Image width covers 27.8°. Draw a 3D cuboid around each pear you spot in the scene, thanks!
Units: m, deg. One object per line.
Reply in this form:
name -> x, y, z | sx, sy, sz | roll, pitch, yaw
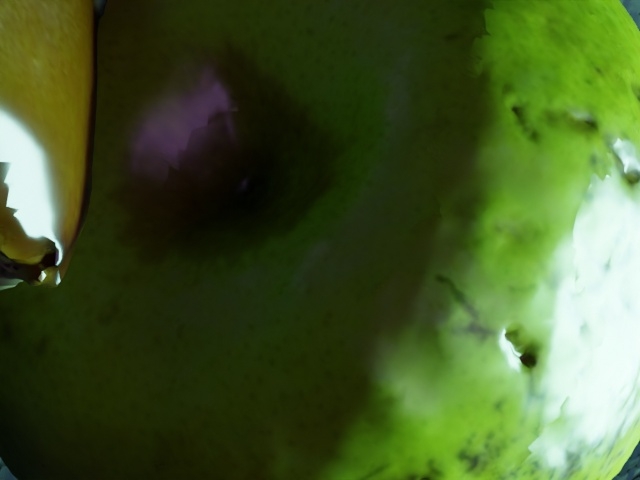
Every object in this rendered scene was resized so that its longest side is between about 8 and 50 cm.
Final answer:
pear -> 0.000, 0.000, 0.647 | 0.391, 0.391, 0.391 | -23, 125, -37

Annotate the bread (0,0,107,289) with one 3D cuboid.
bread -> -0.211, -0.163, 0.400 | 0.333, 0.143, 0.323 | 33, 44, -50
